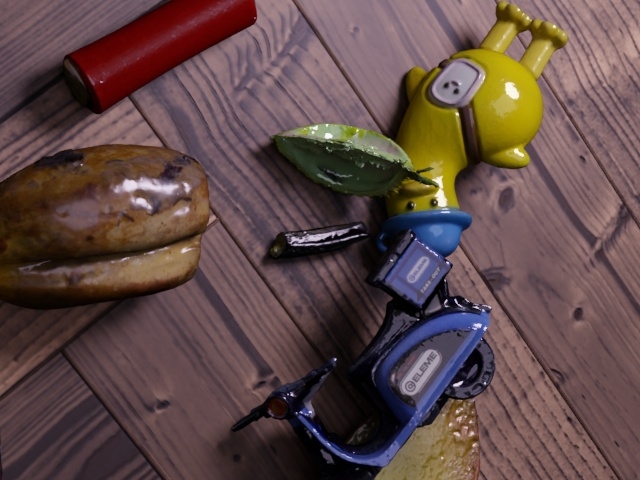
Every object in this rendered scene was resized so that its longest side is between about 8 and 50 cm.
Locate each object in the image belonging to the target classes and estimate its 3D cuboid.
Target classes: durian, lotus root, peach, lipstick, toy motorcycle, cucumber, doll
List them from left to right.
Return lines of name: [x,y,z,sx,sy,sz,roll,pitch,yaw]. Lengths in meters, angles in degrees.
lotus root: [-0.258,-0.016,1.436,0.290,0.193,0.193,-8,93,-24]
lipstick: [-0.186,-0.236,1.524,0.241,0.080,0.080,-33,102,-21]
cucumber: [0.000,0.002,1.630,0.134,0.033,0.034,-5,129,-24]
durian: [0.045,-0.098,1.605,0.215,0.100,0.086,14,93,6]
toy motorcycle: [0.063,0.179,1.569,0.212,0.125,0.359,37,85,-3]
peach: [0.106,0.299,1.655,0.189,0.068,0.279,39,77,-8]
doll: [0.176,-0.136,1.669,0.199,0.145,0.363,31,84,20]

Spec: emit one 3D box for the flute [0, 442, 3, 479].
flute: [-0.365,0.320,1.470,0.014,0.014,0.270,-3,91,-24]
